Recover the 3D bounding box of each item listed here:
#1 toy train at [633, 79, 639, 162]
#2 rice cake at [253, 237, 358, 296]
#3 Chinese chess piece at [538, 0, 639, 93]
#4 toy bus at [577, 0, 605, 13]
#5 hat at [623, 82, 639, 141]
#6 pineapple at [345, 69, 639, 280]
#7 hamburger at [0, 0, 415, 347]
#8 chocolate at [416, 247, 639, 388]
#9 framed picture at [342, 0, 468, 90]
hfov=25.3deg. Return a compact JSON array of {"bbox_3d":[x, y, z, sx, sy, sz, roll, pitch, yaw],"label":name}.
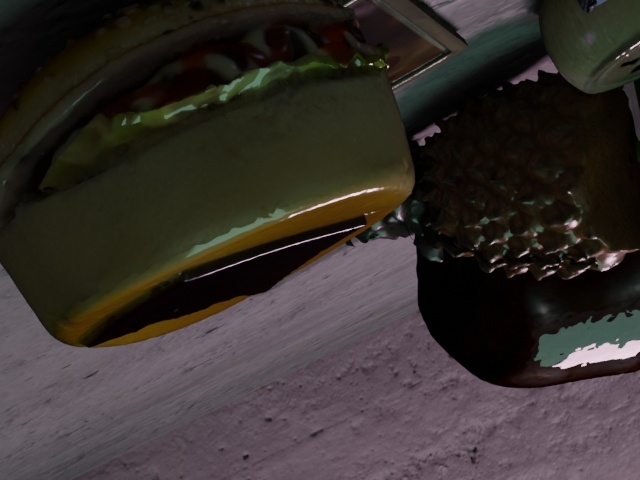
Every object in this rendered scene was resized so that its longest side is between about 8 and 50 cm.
[{"bbox_3d":[0.405,-0.084,1.473,0.145,0.266,0.202,-10,-147,15],"label":"toy train"},{"bbox_3d":[0.000,0.001,1.800,0.270,0.049,0.055,-30,148,21],"label":"rice cake"},{"bbox_3d":[0.314,-0.224,1.303,0.237,0.092,0.238,-26,169,-5],"label":"Chinese chess piece"},{"bbox_3d":[0.212,-0.247,0.892,0.131,0.106,0.297,-27,172,-6],"label":"toy bus"},{"bbox_3d":[0.435,-0.162,1.636,0.203,0.203,0.126,-29,175,18],"label":"hat"},{"bbox_3d":[0.164,-0.055,1.554,0.357,0.223,0.223,-10,180,33],"label":"pineapple"},{"bbox_3d":[-0.079,-0.055,0.920,0.300,0.176,0.300,-26,172,-4],"label":"hamburger"},{"bbox_3d":[0.290,0.024,1.927,0.331,0.384,0.384,-10,168,-7],"label":"chocolate"},{"bbox_3d":[-0.003,-0.135,1.166,0.211,0.020,0.289,-29,169,14],"label":"framed picture"}]
